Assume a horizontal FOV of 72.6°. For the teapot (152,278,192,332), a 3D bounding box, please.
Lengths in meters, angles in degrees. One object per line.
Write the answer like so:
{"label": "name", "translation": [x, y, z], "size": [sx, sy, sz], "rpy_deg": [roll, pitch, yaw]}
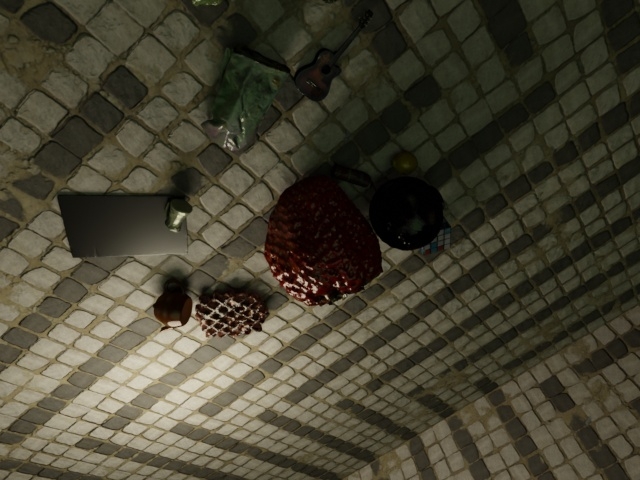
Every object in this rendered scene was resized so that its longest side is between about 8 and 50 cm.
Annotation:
{"label": "teapot", "translation": [-0.451, 0.199, 1.307], "size": [0.116, 0.116, 0.173], "rpy_deg": [6, 99, -21]}

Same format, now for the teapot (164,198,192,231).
{"label": "teapot", "translation": [-0.378, -0.066, 1.137], "size": [0.067, 0.057, 0.083], "rpy_deg": [37, 120, 5]}

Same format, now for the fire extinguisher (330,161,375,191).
{"label": "fire extinguisher", "translation": [0.093, -0.173, 1.196], "size": [0.132, 0.056, 0.039], "rpy_deg": [13, 149, -22]}

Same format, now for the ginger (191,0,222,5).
{"label": "ginger", "translation": [-0.291, -0.539, 0.767], "size": [0.290, 0.089, 0.137], "rpy_deg": [19, 102, -34]}

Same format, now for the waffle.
{"label": "waffle", "translation": [-0.286, 0.241, 1.416], "size": [0.234, 0.055, 0.221], "rpy_deg": [-5, 131, -6]}

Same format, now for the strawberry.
{"label": "strawberry", "translation": [0.000, 0.000, 1.183], "size": [0.312, 0.267, 0.351], "rpy_deg": [-24, 111, -10]}

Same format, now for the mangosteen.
{"label": "mangosteen", "translation": [0.259, -0.077, 1.238], "size": [0.250, 0.211, 0.211], "rpy_deg": [-7, 136, -49]}

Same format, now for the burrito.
{"label": "burrito", "translation": [-0.175, -0.310, 0.984], "size": [0.144, 0.089, 0.228], "rpy_deg": [16, 120, -24]}

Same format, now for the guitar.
{"label": "guitar", "translation": [0.035, -0.424, 0.992], "size": [0.088, 0.025, 0.233], "rpy_deg": [30, 114, -33]}

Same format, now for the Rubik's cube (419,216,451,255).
{"label": "Rubik's cube", "translation": [0.347, -0.024, 1.362], "size": [0.092, 0.092, 0.092], "rpy_deg": [-16, 130, -4]}

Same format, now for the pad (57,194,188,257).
{"label": "pad", "translation": [-0.511, -0.035, 1.156], "size": [0.300, 0.005, 0.202], "rpy_deg": [-2, 128, -16]}

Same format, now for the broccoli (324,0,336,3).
{"label": "broccoli", "translation": [-0.006, -0.539, 0.816], "size": [0.138, 0.162, 0.146], "rpy_deg": [-19, 159, 17]}

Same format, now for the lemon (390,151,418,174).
{"label": "lemon", "translation": [0.230, -0.212, 1.198], "size": [0.083, 0.062, 0.062], "rpy_deg": [-3, 128, -17]}
